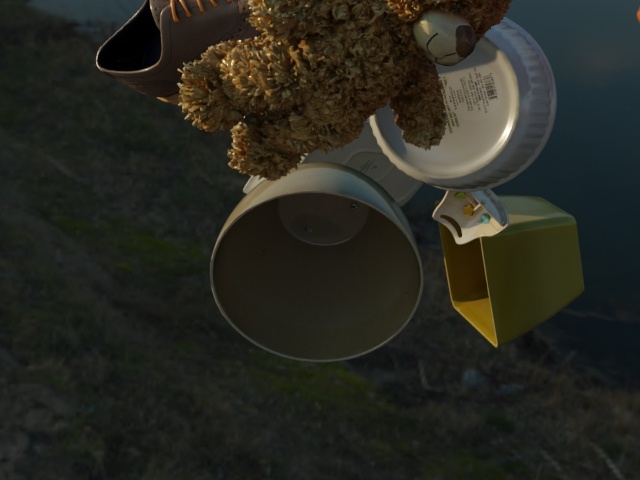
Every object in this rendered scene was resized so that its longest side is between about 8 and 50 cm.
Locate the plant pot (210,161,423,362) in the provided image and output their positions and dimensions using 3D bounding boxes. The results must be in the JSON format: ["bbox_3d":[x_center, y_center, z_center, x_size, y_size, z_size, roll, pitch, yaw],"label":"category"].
[{"bbox_3d":[0.000,0.000,1.564,0.284,0.284,0.191,7,35,-1],"label":"plant pot"}]

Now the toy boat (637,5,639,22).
[{"bbox_3d":[0.271,-0.197,0.795,0.151,0.151,0.231,-26,78,-20],"label":"toy boat"}]

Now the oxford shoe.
[{"bbox_3d":[-0.108,-0.252,1.241,0.132,0.363,0.130,5,64,-45],"label":"oxford shoe"}]

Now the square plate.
[{"bbox_3d":[0.082,-0.150,1.981,0.344,0.347,0.049,3,60,-26],"label":"square plate"}]

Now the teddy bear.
[{"bbox_3d":[0.025,-0.165,1.072,0.337,0.245,0.113,-14,38,11],"label":"teddy bear"}]

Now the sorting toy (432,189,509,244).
[{"bbox_3d":[0.178,-0.033,1.372,0.083,0.075,0.045,46,29,-4],"label":"sorting toy"}]

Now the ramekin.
[{"bbox_3d":[0.149,-0.153,1.236,0.207,0.207,0.109,17,12,18],"label":"ramekin"}]

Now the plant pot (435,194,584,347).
[{"bbox_3d":[0.336,0.030,1.945,0.187,0.212,0.212,-16,20,-10],"label":"plant pot"}]
